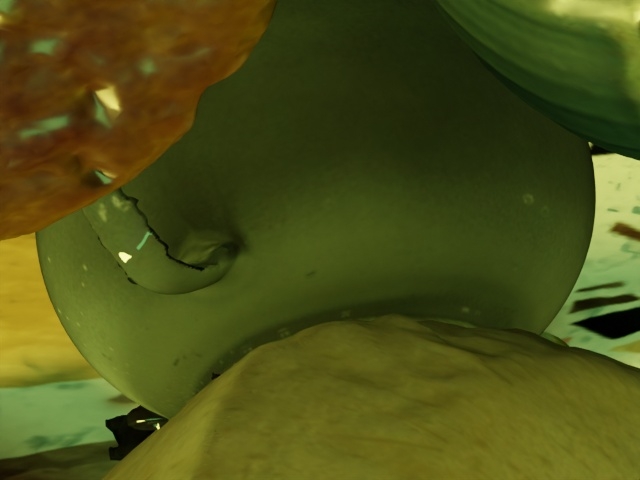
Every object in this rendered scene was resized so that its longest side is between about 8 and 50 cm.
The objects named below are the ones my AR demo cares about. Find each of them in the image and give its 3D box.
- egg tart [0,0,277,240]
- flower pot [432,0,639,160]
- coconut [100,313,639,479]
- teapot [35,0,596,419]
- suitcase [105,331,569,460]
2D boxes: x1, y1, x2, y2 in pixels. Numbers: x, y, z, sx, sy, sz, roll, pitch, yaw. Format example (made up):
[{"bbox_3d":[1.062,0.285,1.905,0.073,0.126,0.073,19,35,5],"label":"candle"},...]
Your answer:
[{"bbox_3d":[-0.096,-0.098,0.367,0.215,0.171,0.215,-14,149,-9],"label":"egg tart"},{"bbox_3d":[0.104,-0.109,0.445,0.189,0.157,0.243,-16,153,15],"label":"flower pot"},{"bbox_3d":[0.020,0.180,0.587,0.328,0.329,0.329,-9,155,-4],"label":"coconut"},{"bbox_3d":[0.000,0.000,0.662,0.193,0.129,0.294,-24,152,23],"label":"teapot"},{"bbox_3d":[0.025,0.150,0.918,0.234,0.194,0.143,-4,162,-15],"label":"suitcase"}]
